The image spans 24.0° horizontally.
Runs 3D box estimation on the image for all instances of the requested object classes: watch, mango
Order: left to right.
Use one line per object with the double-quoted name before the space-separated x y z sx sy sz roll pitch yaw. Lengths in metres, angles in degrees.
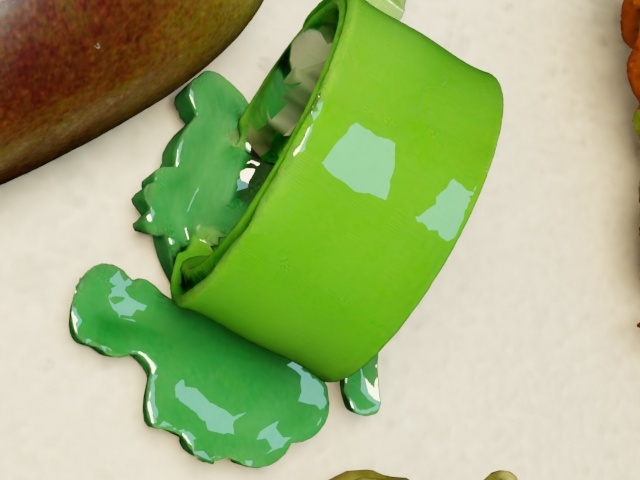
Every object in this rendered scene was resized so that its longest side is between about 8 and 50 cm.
"mango" -0.123 -0.091 0.553 0.267 0.111 0.133 -32 72 -30
"watch" 0.000 0.000 0.561 0.131 0.152 0.165 32 66 -15

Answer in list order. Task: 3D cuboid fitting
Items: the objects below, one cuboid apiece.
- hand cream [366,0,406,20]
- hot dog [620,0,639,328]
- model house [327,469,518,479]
"hand cream" 0.037 -0.191 0.681 0.095 0.046 0.175 35 74 -12
"hot dog" 0.210 0.009 0.666 0.158 0.117 0.349 -25 96 -53
"model house" 0.021 0.176 0.483 0.174 0.234 0.194 -10 84 -24
